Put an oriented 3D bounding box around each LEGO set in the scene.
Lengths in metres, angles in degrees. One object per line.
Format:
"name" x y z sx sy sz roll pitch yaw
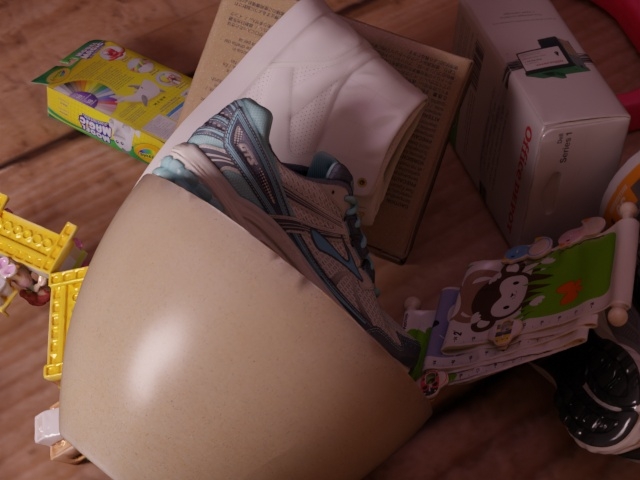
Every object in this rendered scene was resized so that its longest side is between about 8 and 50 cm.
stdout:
"LEGO set" -0.217 0.068 1.531 0.132 0.107 0.287 -42 56 0

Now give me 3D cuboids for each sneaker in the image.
"sneaker" 0.000 0.000 1.469 0.122 0.283 0.110 -50 26 -8
"sneaker" -0.037 -0.050 1.545 0.169 0.108 0.292 40 87 9
"sneaker" 0.241 0.102 1.536 0.108 0.100 0.271 31 23 -26

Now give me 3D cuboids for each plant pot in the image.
"plant pot" -0.085 0.113 1.368 0.284 0.284 0.191 35 80 30

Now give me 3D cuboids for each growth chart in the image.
"growth chart" 0.164 0.055 1.539 0.237 0.021 0.172 -24 31 20

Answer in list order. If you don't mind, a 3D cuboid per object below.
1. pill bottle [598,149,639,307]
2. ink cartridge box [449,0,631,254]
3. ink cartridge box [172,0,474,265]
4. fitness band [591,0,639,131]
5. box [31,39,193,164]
"pill bottle" 0.357 0.043 1.552 0.162 0.162 0.278 -6 41 -14
"ink cartridge box" 0.198 -0.112 1.721 0.092 0.160 0.219 -8 43 -16
"ink cartridge box" -0.001 -0.106 1.646 0.234 0.193 0.088 20 -3 5
"fitness band" 0.268 -0.218 1.940 0.209 0.054 0.291 -6 42 -14
"box" -0.187 -0.136 1.795 0.179 0.043 0.105 28 45 21
